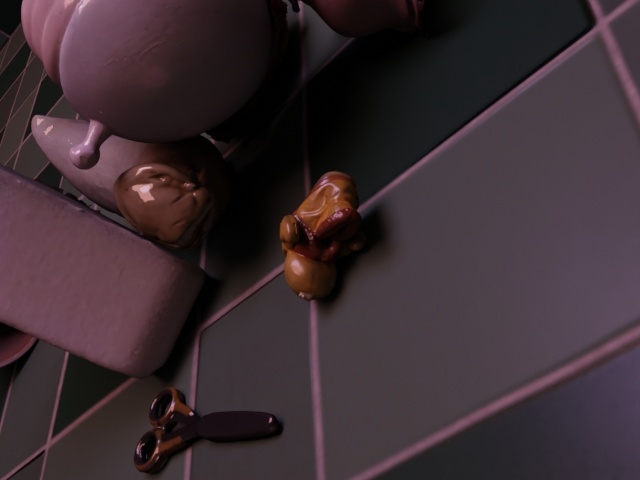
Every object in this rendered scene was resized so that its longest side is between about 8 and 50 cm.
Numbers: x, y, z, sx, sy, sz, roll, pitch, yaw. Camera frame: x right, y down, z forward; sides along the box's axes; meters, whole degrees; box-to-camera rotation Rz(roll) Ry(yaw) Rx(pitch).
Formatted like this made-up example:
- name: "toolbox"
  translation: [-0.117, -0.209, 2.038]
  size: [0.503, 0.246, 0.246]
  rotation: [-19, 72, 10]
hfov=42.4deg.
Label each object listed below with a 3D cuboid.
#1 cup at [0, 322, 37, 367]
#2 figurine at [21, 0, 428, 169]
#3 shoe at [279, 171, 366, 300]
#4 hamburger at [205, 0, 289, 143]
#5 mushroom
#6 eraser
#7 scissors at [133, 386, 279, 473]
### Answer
- name: "cup"
  translation: [-0.516, 0.066, 1.300]
  size: [0.253, 0.191, 0.200]
  rotation: [-35, 23, -17]
- name: "figurine"
  translation: [-0.103, -0.229, 0.785]
  size: [0.361, 0.253, 0.211]
  rotation: [-21, 57, 2]
- name: "shoe"
  translation: [-0.002, -0.003, 0.706]
  size: [0.109, 0.072, 0.069]
  rotation: [-48, 28, 18]
- name: "hamburger"
  translation: [-0.139, -0.233, 0.972]
  size: [0.206, 0.183, 0.130]
  rotation: [-64, 1, -6]
- name: "mushroom"
  translation: [-0.199, -0.074, 0.956]
  size: [0.397, 0.177, 0.126]
  rotation: [22, 101, 53]
- name: "eraser"
  translation: [-0.323, 0.012, 0.927]
  size: [0.331, 0.331, 0.150]
  rotation: [22, 83, 58]
- name: "scissors"
  translation: [-0.107, 0.173, 0.764]
  size: [0.220, 0.017, 0.088]
  rotation: [-17, 48, 48]
